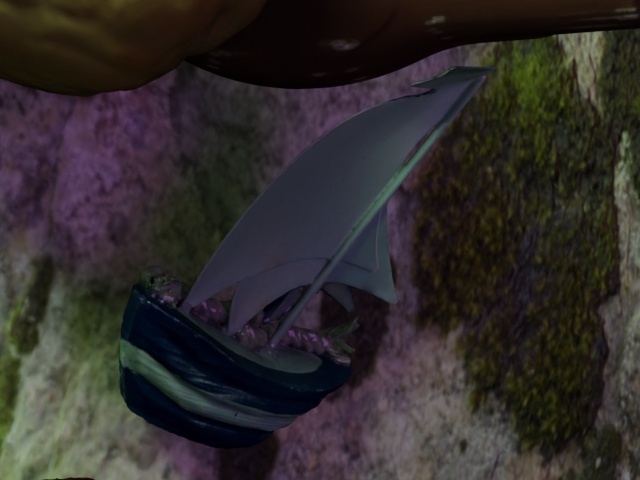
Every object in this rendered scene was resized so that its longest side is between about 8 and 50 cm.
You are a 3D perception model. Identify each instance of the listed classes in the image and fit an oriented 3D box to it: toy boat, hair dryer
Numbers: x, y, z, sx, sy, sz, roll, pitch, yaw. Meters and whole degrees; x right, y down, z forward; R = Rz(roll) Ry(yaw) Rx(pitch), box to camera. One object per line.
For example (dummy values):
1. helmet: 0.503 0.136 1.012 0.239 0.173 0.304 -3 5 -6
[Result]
1. toy boat: 0.003 0.018 1.048 0.291 0.070 0.210 -39 148 -10
2. hair dryer: 0.080 -0.187 1.070 0.340 0.312 0.123 -44 130 -59

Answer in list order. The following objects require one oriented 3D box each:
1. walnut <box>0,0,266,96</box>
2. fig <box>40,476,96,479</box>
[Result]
1. walnut: -0.153 -0.210 0.797 0.285 0.285 0.296 41 24 -40
2. fig: -0.145 0.211 0.964 0.109 0.103 0.155 3 83 -24
